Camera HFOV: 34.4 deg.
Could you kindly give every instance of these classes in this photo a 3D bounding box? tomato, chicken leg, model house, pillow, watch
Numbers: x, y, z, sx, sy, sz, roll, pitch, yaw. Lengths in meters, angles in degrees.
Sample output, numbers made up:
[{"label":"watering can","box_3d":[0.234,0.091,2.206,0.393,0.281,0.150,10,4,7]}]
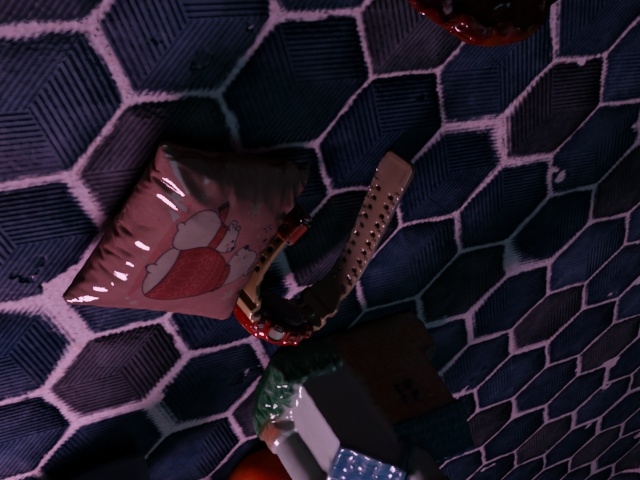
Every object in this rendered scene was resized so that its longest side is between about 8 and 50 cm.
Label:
[{"label":"tomato","box_3d":[-0.066,0.421,1.629,0.136,0.195,0.195,4,130,-53]},{"label":"chicken leg","box_3d":[0.186,-0.281,1.060,0.407,0.096,0.157,-6,118,-42]},{"label":"model house","box_3d":[0.088,0.302,1.492,0.267,0.325,0.194,-14,140,-31]},{"label":"pillow","box_3d":[-0.135,-0.006,1.108,0.223,0.084,0.236,5,127,-44]},{"label":"watch","box_3d":[-0.007,0.005,1.252,0.165,0.102,0.268,3,123,-43]}]

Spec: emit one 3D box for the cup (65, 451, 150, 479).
[{"label":"cup","box_3d":[-0.304,0.388,1.391,0.173,0.167,0.299,-13,168,-14]}]
